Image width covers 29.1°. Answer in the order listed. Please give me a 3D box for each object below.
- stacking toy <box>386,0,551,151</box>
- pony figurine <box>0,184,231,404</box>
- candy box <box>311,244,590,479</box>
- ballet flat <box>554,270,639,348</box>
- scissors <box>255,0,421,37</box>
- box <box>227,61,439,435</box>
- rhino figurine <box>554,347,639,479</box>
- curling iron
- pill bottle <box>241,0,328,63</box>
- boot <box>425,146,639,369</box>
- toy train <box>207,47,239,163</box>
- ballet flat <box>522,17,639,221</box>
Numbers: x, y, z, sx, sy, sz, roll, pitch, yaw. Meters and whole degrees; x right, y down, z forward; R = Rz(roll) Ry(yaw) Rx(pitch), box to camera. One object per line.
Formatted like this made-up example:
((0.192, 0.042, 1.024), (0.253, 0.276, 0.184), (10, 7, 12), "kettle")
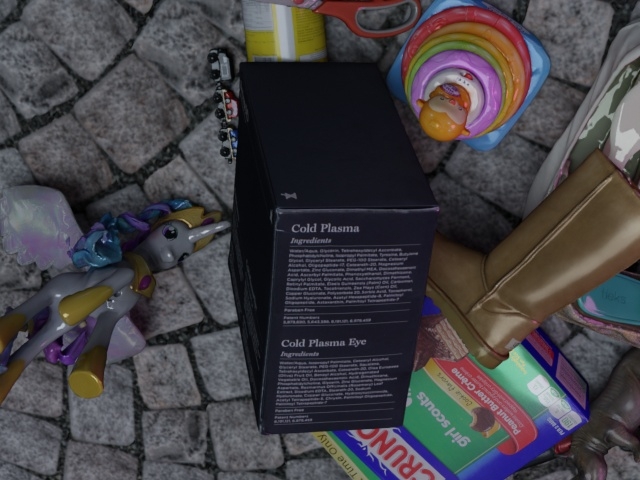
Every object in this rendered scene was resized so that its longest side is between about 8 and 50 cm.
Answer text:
((0.158, -0.175, 1.439), (0.175, 0.302, 0.165), (34, 113, 1), "stacking toy")
((-0.325, 0.078, 1.659), (0.351, 0.363, 0.302), (-13, 114, 34), "pony figurine")
((0.157, 0.211, 1.674), (0.317, 0.122, 0.268), (-40, 95, 23), "candy box")
((0.415, 0.092, 1.569), (0.316, 0.106, 0.107), (22, 75, -23), "ballet flat")
((-0.010, -0.285, 1.501), (0.297, 0.021, 0.109), (-15, 108, -22), "scissors")
((0.000, 0.000, 1.467), (0.179, 0.343, 0.312), (-2, 126, -10), "box")
((0.394, 0.245, 1.627), (0.106, 0.073, 0.243), (39, 97, 28), "rhino figurine")
((0.342, 0.293, 1.702), (0.274, 0.035, 0.068), (-19, 85, 19), "curling iron")
((-0.047, -0.292, 1.554), (0.103, 0.103, 0.184), (-1, 109, 14), "pill bottle")
((0.242, -0.011, 1.472), (0.269, 0.089, 0.236), (-44, 72, 19), "boot")
((-0.124, -0.180, 1.656), (0.036, 0.027, 0.158), (-5, 108, 4), "toy train")
((0.344, -0.084, 1.521), (0.139, 0.139, 0.400), (22, 113, 5), "ballet flat")
